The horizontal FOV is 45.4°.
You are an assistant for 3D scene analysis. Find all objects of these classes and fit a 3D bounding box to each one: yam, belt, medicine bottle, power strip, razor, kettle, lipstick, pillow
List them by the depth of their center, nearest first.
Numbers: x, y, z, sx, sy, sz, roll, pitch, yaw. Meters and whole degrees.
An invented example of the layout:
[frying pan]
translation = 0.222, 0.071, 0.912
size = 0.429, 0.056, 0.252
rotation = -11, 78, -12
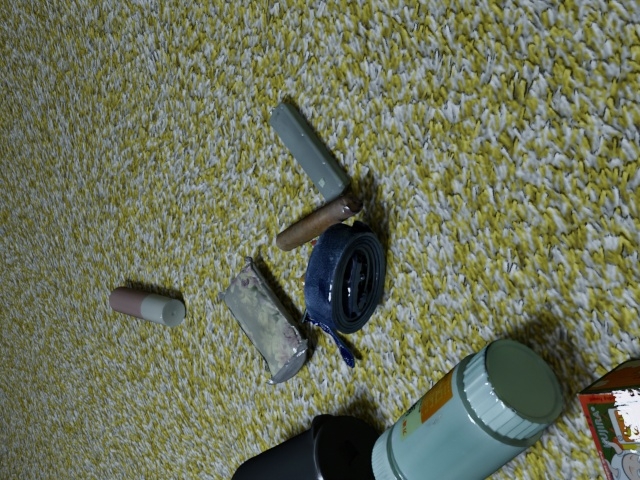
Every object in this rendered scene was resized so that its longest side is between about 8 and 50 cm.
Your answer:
[medicine bottle]
translation = 0.221, 0.291, 1.183
size = 0.158, 0.158, 0.318
rotation = 55, 135, 20
[belt]
translation = 0.041, 0.061, 1.316
size = 0.082, 0.141, 0.190
rotation = 21, 116, 39
[yam]
translation = -0.006, -0.031, 1.385
size = 0.264, 0.046, 0.046
rotation = -29, 81, 56
[power strip]
translation = -0.015, -0.151, 1.395
size = 0.253, 0.027, 0.060
rotation = 55, 134, 20
[razor]
translation = 0.022, 0.185, 1.458
size = 0.154, 0.028, 0.044
rotation = 44, 138, 30
[kettle]
translation = -0.010, 0.496, 1.458
size = 0.308, 0.203, 0.262
rotation = -41, 59, 42
[pillow]
translation = -0.109, 0.164, 1.572
size = 0.255, 0.059, 0.169
rotation = 55, 134, 22
[lipstick]
translation = -0.436, 0.163, 1.911
size = 0.254, 0.070, 0.070
rotation = 6, 106, 46

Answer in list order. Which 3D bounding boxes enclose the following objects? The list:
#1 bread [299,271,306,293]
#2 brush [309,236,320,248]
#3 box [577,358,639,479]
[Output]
[bread]
translation = 0.004, 0.100, 1.440
size = 0.083, 0.044, 0.111
rotation = -38, 71, 45
[brush]
translation = 0.000, 0.000, 1.431
size = 0.083, 0.021, 0.019
rotation = -27, 87, 48
[box]
translation = 0.448, 0.249, 0.933
size = 0.177, 0.148, 0.195
rotation = -21, 86, 49
